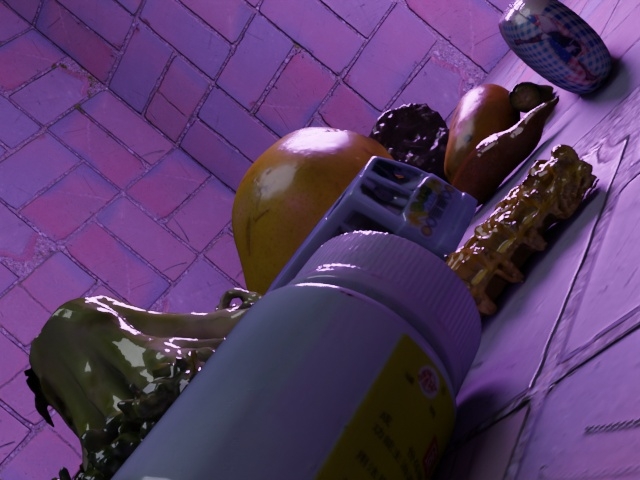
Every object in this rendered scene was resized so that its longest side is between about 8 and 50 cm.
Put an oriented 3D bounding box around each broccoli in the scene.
[{"bbox_3d":[-0.108,0.170,0.782,0.324,0.272,0.334,-1,-43,-37],"label":"broccoli"}]

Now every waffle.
[{"bbox_3d":[0.127,0.013,0.657,0.192,0.046,0.160,-50,-1,30],"label":"waffle"}]

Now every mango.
[{"bbox_3d":[0.215,-0.144,1.187,0.115,0.090,0.178,-65,-4,36],"label":"mango"}]

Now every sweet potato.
[{"bbox_3d":[0.205,-0.097,1.010,0.195,0.056,0.056,-45,4,34],"label":"sweet potato"}]

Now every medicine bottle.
[{"bbox_3d":[-0.006,0.106,0.483,0.139,0.139,0.225,-49,2,46],"label":"medicine bottle"}]

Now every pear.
[{"bbox_3d":[0.004,-0.001,1.324,0.285,0.285,0.336,-89,-1,-88],"label":"pear"}]

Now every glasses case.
[{"bbox_3d":[0.268,-0.234,1.033,0.076,0.125,0.327,-51,1,18],"label":"glasses case"}]

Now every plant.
[{"bbox_3d":[0.146,-0.107,1.537,0.146,0.149,0.274,-9,-30,-12],"label":"plant"}]

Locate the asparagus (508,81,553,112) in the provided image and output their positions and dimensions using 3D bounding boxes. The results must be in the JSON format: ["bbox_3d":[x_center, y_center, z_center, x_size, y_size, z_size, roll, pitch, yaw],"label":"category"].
[{"bbox_3d":[0.286,-0.189,1.179,0.045,0.041,0.178,-16,2,24],"label":"asparagus"}]

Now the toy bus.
[{"bbox_3d":[0.035,0.041,0.994,0.329,0.136,0.109,-51,3,47],"label":"toy bus"}]
